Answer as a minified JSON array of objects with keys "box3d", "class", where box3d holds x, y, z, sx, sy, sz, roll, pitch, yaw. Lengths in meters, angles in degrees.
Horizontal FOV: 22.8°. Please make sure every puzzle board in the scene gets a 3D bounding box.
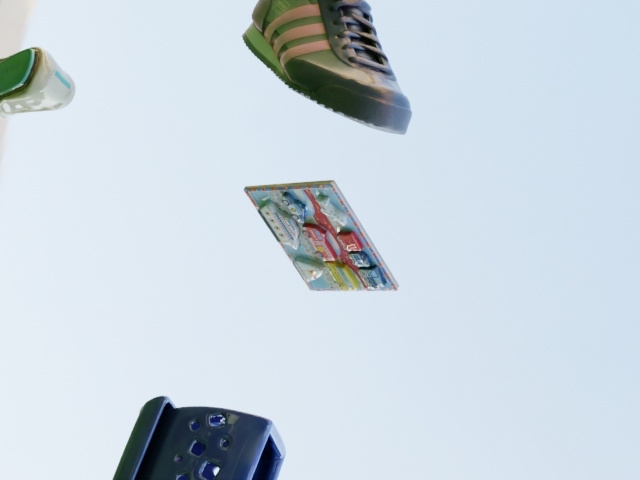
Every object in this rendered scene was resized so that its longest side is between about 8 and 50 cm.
[{"box3d":[0.000,0.000,1.356,0.096,0.128,0.011,-3,-137,37],"class":"puzzle board"}]

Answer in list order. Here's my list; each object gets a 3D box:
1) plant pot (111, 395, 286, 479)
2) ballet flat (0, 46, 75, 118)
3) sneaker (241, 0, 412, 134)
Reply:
[{"box3d":[-0.198,0.378,2.477,0.236,0.212,0.236,77,31,-69],"class":"plant pot"},{"box3d":[-0.374,-0.177,1.891,0.248,0.086,0.086,1,-104,49],"class":"ballet flat"},{"box3d":[0.015,-0.215,1.658,0.131,0.112,0.319,-63,-145,14],"class":"sneaker"}]
